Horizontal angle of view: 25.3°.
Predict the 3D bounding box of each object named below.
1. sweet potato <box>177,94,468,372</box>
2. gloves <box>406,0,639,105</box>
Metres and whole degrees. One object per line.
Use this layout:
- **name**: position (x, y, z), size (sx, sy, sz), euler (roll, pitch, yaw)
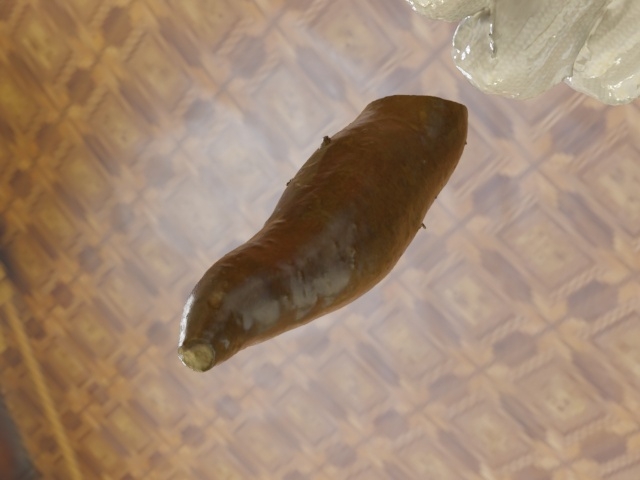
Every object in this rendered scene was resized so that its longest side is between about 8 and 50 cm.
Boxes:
- **sweet potato**: position (0.000, 0.000, 0.750), size (0.077, 0.243, 0.077), euler (24, 138, 23)
- **gloves**: position (0.068, -0.099, 0.273), size (0.119, 0.097, 0.229), euler (62, 162, 25)
